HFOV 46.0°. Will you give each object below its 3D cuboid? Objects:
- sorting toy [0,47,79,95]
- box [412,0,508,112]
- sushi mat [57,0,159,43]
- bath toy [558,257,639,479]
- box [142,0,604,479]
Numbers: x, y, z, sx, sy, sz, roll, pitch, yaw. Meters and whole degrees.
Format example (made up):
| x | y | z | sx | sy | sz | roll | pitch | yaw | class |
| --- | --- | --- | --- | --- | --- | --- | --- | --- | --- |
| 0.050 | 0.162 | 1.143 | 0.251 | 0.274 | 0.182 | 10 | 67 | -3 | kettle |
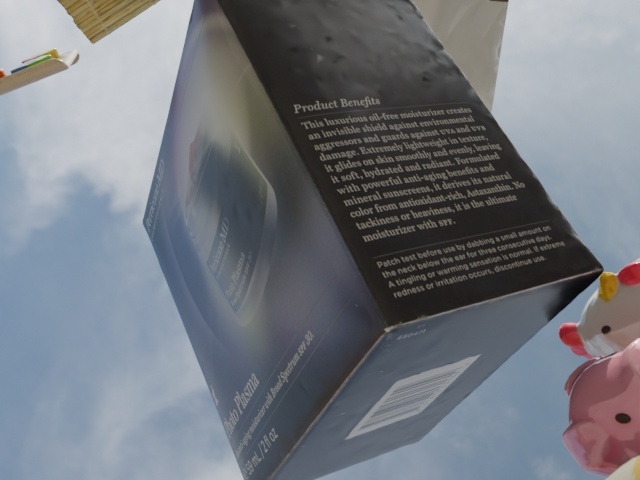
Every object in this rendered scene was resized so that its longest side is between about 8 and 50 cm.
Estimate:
| x | y | z | sx | sy | sz | roll | pitch | yaw | class |
| --- | --- | --- | --- | --- | --- | --- | --- | --- | --- |
| -0.482 | -0.258 | 1.185 | 0.192 | 0.208 | 0.038 | -23 | -70 | -3 | sorting toy |
| 0.121 | -0.247 | 0.944 | 0.119 | 0.180 | 0.182 | -139 | -130 | -59 | box |
| -0.176 | -0.361 | 0.845 | 0.316 | 0.151 | 0.019 | -31 | -141 | 5 | sushi mat |
| 0.189 | 0.122 | 0.413 | 0.129 | 0.348 | 0.151 | -10 | -59 | 26 | bath toy |
| 0.000 | 0.000 | 0.598 | 0.294 | 0.182 | 0.296 | 63 | -33 | 27 | box |
